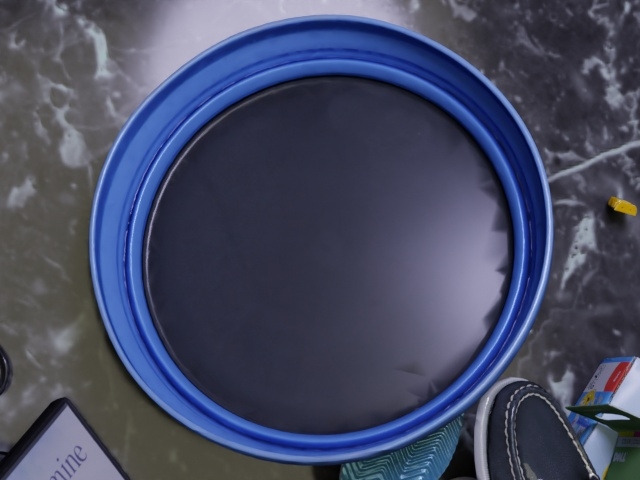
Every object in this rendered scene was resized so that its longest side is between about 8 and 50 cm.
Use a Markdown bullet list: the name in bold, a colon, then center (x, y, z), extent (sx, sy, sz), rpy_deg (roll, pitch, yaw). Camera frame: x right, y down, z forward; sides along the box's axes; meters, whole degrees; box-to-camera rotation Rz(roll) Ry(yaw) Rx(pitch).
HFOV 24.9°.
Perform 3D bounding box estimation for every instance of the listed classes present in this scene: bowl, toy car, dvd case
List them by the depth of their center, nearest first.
- **dvd case**: center (-0.183, 0.276, 1.180), extent (0.253, 0.022, 0.180), rpy_deg (55, 36, -16)
- **bowl**: center (0.000, 0.000, 1.242), extent (0.391, 0.077, 0.391), rpy_deg (-2, 73, 7)
- **toy car**: center (0.330, -0.057, 1.374), extent (0.122, 0.040, 0.060), rpy_deg (-1, 105, -12)

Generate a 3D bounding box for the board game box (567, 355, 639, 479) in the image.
- **board game box**: center (0.314, 0.313, 1.311), extent (0.308, 0.086, 0.302), rpy_deg (35, 80, -4)

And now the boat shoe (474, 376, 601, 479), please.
- **boat shoe**: center (0.217, 0.254, 1.198), extent (0.114, 0.091, 0.302), rpy_deg (-23, 92, -32)

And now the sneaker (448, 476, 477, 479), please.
- **sneaker**: center (0.088, 0.299, 1.254), extent (0.087, 0.128, 0.221), rpy_deg (34, 79, -4)

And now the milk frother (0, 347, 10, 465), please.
- **milk frother**: center (-0.319, 0.146, 1.200), extent (0.129, 0.135, 0.143), rpy_deg (-9, 86, -11)

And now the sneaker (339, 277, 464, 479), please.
- **sneaker**: center (0.084, 0.140, 1.286), extent (0.087, 0.092, 0.228), rpy_deg (28, 77, -3)

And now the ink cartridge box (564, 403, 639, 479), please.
- **ink cartridge box**: center (0.307, 0.205, 1.221), extent (0.209, 0.109, 0.062), rpy_deg (24, 80, -6)
